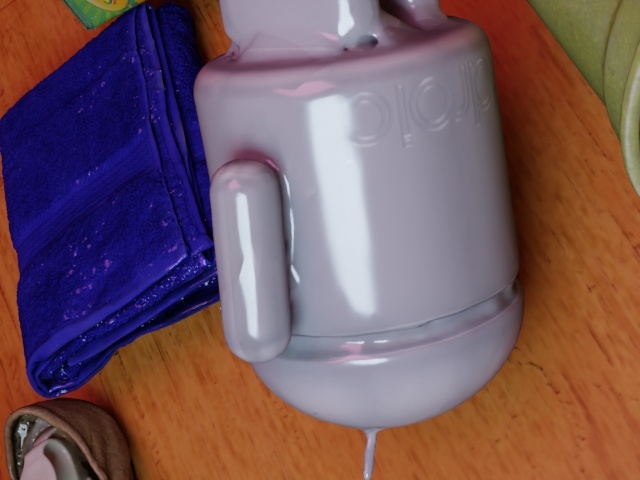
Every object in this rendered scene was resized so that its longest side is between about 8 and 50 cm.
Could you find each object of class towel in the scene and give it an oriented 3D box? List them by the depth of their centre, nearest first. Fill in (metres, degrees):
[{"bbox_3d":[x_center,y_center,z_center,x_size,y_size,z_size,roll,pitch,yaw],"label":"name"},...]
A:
[{"bbox_3d":[-0.180,-0.047,1.262,0.227,0.076,0.308,-32,49,18],"label":"towel"}]

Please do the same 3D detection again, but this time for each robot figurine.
[{"bbox_3d":[0.029,-0.024,1.020,0.199,0.300,0.354,4,111,40],"label":"robot figurine"}]

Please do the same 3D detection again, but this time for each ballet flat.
[{"bbox_3d":[-0.169,0.263,1.158,0.116,0.124,0.342,-35,60,17],"label":"ballet flat"}]

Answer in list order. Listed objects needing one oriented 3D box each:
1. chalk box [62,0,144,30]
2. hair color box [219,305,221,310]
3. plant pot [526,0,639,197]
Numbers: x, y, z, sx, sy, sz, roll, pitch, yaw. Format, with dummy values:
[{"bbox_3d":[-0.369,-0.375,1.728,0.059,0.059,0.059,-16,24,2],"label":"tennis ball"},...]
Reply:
[{"bbox_3d":[-0.176,-0.320,1.288,0.289,0.180,0.179,-25,35,23],"label":"chalk box"},{"bbox_3d":[0.000,0.000,1.183,0.093,0.053,0.167,23,86,35],"label":"hair color box"},{"bbox_3d":[0.247,-0.185,0.988,0.276,0.276,0.254,-47,44,11],"label":"plant pot"}]
